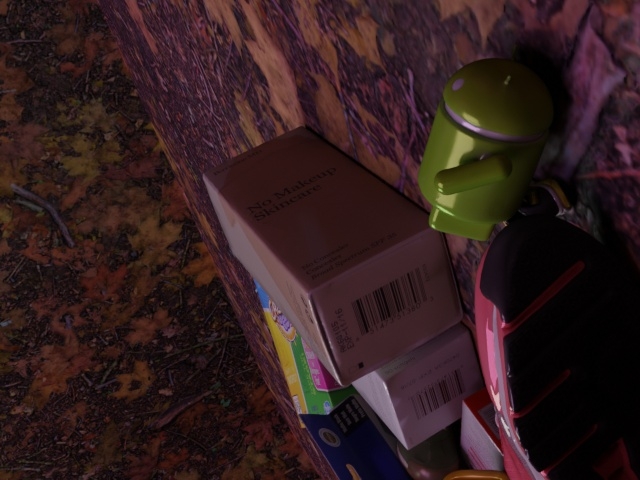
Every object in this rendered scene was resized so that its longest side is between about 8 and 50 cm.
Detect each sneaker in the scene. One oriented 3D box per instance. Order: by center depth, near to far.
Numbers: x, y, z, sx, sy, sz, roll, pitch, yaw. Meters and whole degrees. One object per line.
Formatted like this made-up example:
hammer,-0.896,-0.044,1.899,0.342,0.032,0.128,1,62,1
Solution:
sneaker,0.130,-0.024,0.555,0.031,0.035,0.083,63,168,-4
sneaker,0.154,0.125,0.565,0.136,0.116,0.314,21,138,63
sneaker,0.113,0.190,0.958,0.192,0.064,0.086,-102,6,-68

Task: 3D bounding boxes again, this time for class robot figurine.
robot figurine,0.098,-0.057,0.501,0.101,0.067,0.115,-70,-6,-52

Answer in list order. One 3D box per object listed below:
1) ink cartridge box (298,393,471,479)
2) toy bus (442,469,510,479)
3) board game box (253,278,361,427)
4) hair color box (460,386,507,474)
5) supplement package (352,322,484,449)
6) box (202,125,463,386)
ink cartridge box,0.111,0.274,0.982,0.224,0.045,0.223,17,-156,-44
toy bus,0.198,0.284,0.794,0.202,0.191,0.104,89,-167,-63
board game box,-0.024,0.104,1.204,0.242,0.064,0.316,130,123,-71
hair color box,0.179,0.209,0.852,0.072,0.043,0.141,54,165,33
supplement package,0.080,0.115,0.904,0.179,0.105,0.105,43,158,54
box,0.000,0.000,0.887,0.311,0.148,0.121,42,156,54
